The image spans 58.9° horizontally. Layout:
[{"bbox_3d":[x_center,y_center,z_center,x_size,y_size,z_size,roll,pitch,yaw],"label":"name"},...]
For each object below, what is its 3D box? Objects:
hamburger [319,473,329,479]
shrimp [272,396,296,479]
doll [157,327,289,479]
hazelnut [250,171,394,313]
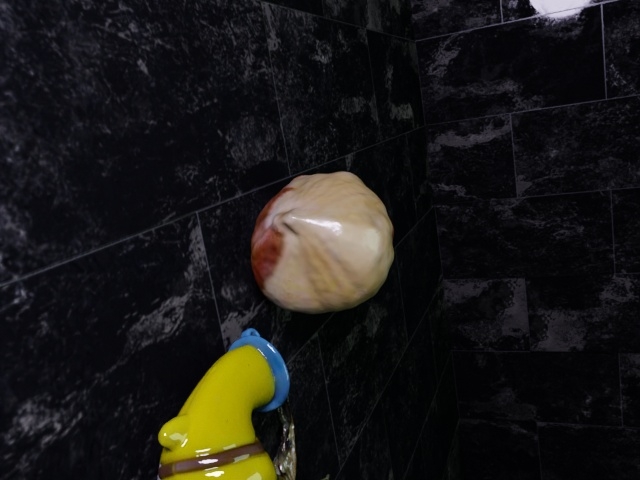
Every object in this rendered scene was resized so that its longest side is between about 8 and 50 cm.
[{"bbox_3d":[-0.008,0.499,1.062,0.176,0.087,0.102,32,34,-49],"label":"hamburger"},{"bbox_3d":[-0.093,0.334,0.932,0.262,0.051,0.198,51,34,-58],"label":"shrimp"},{"bbox_3d":[-0.125,0.261,0.748,0.199,0.145,0.363,53,30,-33],"label":"doll"},{"bbox_3d":[0.000,0.000,0.950,0.241,0.261,0.261,52,41,-52],"label":"hazelnut"}]
